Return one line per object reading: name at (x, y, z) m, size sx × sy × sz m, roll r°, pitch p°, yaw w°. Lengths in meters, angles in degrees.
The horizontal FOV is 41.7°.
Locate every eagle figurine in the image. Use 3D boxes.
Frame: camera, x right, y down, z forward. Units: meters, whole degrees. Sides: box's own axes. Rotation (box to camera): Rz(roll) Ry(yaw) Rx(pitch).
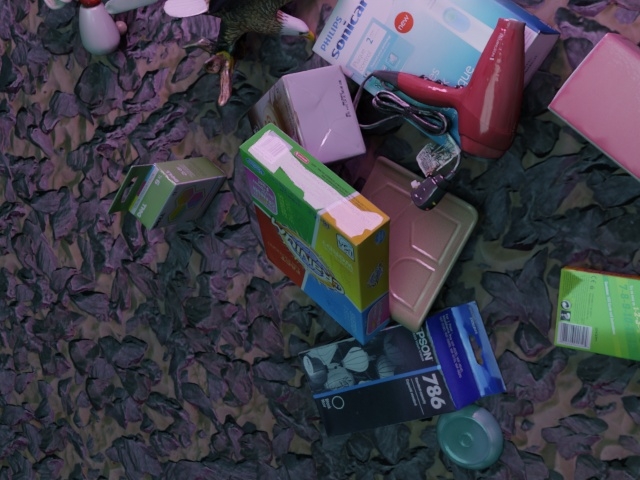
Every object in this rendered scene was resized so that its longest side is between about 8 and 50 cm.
eagle figurine at (-0.087, -0.397, 1.366) m, size 0.298 × 0.225 × 0.226 m, roll -50°, pitch 62°, yaw 37°

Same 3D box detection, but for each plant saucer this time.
plant saucer at (0.246, 0.331, 1.408) m, size 0.119 × 0.021 × 0.119 m, roll 6°, pitch 102°, yaw 28°

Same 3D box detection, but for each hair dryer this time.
hair dryer at (0.174, -0.196, 1.168) m, size 0.293 × 0.080 × 0.224 m, roll -39°, pitch 80°, yaw 32°

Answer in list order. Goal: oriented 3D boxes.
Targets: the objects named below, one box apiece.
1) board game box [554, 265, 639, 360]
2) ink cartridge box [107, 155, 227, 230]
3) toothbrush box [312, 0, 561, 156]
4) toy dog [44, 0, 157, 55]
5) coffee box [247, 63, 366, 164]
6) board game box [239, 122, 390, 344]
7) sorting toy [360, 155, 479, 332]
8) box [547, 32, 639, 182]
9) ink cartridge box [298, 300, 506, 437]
board game box at (0.480, 0.116, 1.231) m, size 0.259 × 0.039 × 0.124 m, roll 9°, pitch 104°, yaw 30°
ink cartridge box at (-0.271, -0.083, 1.506) m, size 0.062 × 0.209 × 0.109 m, roll 43°, pitch 117°, yaw 16°
toothbrush box at (0.170, -0.301, 1.271) m, size 0.295 × 0.126 × 0.216 m, roll 41°, pitch 117°, yaw 18°
toy dog at (-0.379, -0.520, 1.529) m, size 0.220 × 0.161 × 0.334 m, roll 50°, pitch 142°, yaw 15°
coffee box at (-0.029, -0.175, 1.342) m, size 0.246 × 0.098 × 0.141 m, roll 164°, pitch 90°, yaw -73°
board game box at (0.000, 0.000, 1.279) m, size 0.242 × 0.064 × 0.316 m, roll 41°, pitch 160°, yaw 25°
sorting toy at (0.096, -0.018, 1.405) m, size 0.307 × 0.041 × 0.229 m, roll 33°, pitch 106°, yaw 32°
box at (0.447, -0.159, 1.131) m, size 0.232 × 0.148 × 0.127 m, roll 43°, pitch 116°, yaw 15°
ink cartridge box at (0.131, 0.223, 1.428) m, size 0.332 × 0.065 × 0.165 m, roll -21°, pitch 88°, yaw 29°
